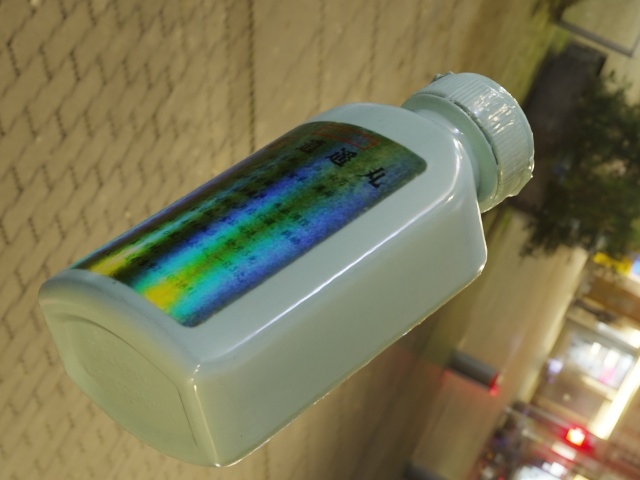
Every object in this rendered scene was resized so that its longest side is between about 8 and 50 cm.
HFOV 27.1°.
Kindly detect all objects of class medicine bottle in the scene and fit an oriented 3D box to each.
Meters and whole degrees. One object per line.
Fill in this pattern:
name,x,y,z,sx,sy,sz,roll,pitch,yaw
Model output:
medicine bottle,0.000,0.000,0.588,0.229,0.121,0.083,-35,126,-30
